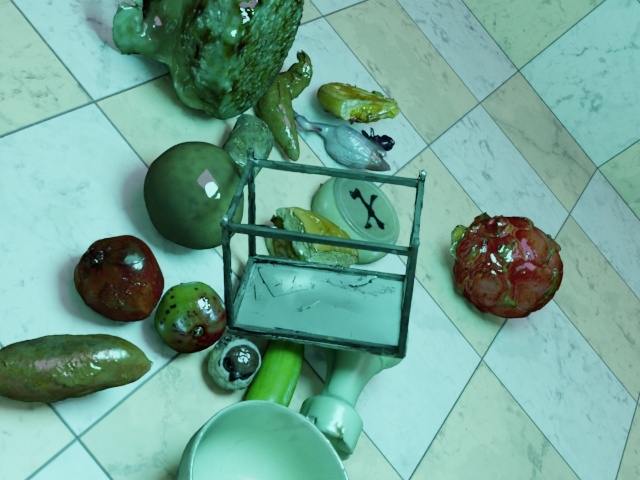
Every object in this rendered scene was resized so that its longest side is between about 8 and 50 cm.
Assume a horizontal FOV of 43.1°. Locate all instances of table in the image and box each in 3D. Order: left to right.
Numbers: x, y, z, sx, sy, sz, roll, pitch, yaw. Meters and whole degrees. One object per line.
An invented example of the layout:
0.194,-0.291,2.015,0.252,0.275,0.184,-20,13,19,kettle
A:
0.010,0.021,1.472,0.334,0.272,0.222,7,39,5,table

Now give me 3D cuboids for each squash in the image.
-0.083,0.258,1.506,0.082,0.082,0.292,40,38,-14,squash

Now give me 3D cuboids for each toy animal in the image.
-0.150,0.206,1.472,0.098,0.098,0.137,36,34,-19,toy animal
0.058,-0.250,2.062,0.324,0.090,0.195,12,28,-33,toy animal

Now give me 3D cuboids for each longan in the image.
-0.240,-0.090,1.543,0.196,0.196,0.220,19,52,-35,longan

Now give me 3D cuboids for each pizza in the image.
0.100,-0.350,2.113,0.228,0.081,0.289,9,19,-9,pizza

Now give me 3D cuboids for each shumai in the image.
-0.245,-0.481,1.765,0.348,0.395,0.395,34,36,11,shumai

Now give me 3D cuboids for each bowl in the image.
-0.108,0.420,1.282,0.307,0.163,0.307,26,45,-28,bowl

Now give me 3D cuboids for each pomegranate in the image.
-0.229,0.135,1.443,0.129,0.129,0.159,50,-1,-2,pomegranate

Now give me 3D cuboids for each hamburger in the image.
0.000,0.000,1.750,0.207,0.135,0.155,2,64,-40,hamburger

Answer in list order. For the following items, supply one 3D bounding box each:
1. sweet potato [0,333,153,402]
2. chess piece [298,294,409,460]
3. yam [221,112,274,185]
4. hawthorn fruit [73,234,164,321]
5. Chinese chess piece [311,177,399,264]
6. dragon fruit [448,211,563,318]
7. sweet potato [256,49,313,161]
-0.438,0.185,1.193,0.385,0.109,0.109,5,56,-29,sweet potato
0.049,0.269,1.567,0.194,0.194,0.299,38,48,-17,chess piece
-0.167,-0.191,1.776,0.107,0.107,0.183,39,43,-15,yam
-0.332,0.072,1.376,0.172,0.148,0.148,55,27,-43,hawthorn fruit
0.084,-0.057,1.927,0.237,0.092,0.238,26,44,-28,Chinese chess piece
0.480,0.068,2.089,0.342,0.277,0.277,26,44,-22,dragon fruit
-0.092,-0.338,1.967,0.124,0.098,0.310,9,59,-3,sweet potato
